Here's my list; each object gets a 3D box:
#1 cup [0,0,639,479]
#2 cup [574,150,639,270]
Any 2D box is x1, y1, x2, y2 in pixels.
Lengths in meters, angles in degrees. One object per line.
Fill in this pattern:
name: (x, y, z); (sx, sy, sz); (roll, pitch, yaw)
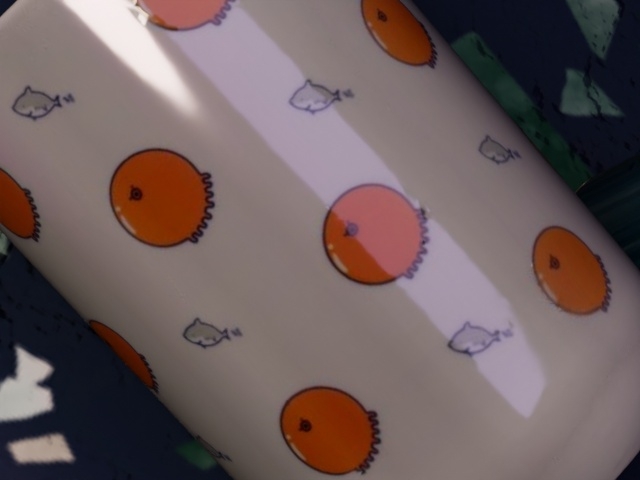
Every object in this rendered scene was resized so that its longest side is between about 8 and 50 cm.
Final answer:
cup: (0.000, 0.000, 0.830); (0.317, 0.212, 0.212); (48, 58, -2)
cup: (0.239, -0.004, 0.980); (0.176, 0.155, 0.131); (3, 69, -23)
